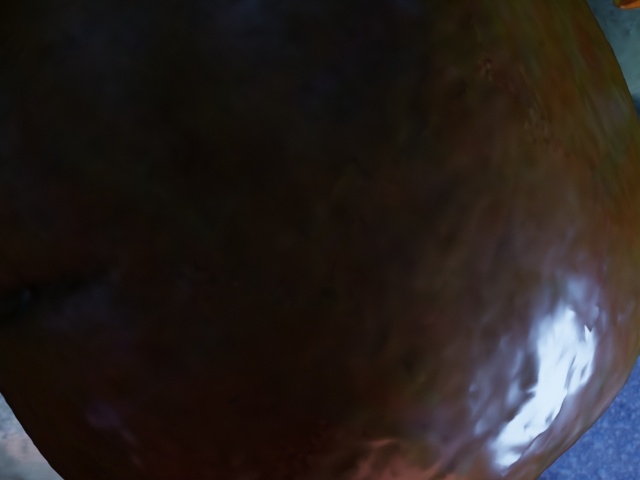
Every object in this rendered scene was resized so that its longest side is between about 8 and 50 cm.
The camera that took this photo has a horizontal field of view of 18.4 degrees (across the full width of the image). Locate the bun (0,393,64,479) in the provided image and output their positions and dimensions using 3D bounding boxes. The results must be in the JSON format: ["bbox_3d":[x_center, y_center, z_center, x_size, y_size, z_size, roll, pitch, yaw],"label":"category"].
[{"bbox_3d":[-0.119,-0.004,0.937,0.259,0.259,0.160,-14,158,-50],"label":"bun"}]

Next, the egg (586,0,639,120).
[{"bbox_3d":[0.095,-0.091,0.931,0.228,0.177,0.177,3,-172,26],"label":"egg"}]

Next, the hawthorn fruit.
[{"bbox_3d":[0.000,0.000,0.744,0.267,0.301,0.268,-28,177,-2],"label":"hawthorn fruit"}]

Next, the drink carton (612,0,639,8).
[{"bbox_3d":[0.218,-0.152,0.646,0.154,0.111,0.351,-12,-178,35],"label":"drink carton"}]
